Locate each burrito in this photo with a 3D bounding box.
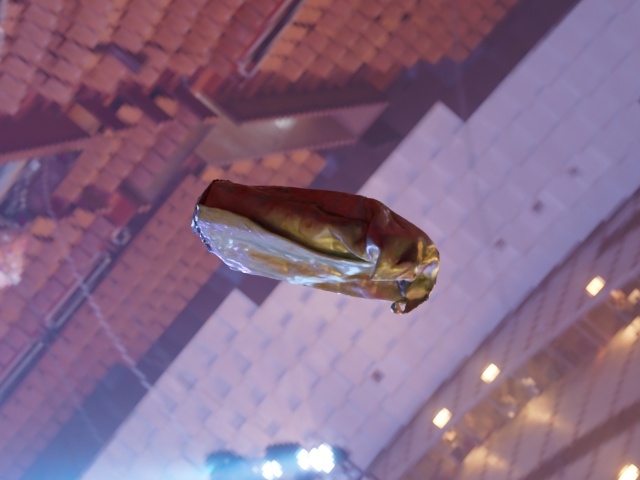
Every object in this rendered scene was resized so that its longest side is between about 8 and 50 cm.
[{"bbox_3d":[0.000,0.000,1.180,0.089,0.229,0.144,-71,156,-15],"label":"burrito"}]
